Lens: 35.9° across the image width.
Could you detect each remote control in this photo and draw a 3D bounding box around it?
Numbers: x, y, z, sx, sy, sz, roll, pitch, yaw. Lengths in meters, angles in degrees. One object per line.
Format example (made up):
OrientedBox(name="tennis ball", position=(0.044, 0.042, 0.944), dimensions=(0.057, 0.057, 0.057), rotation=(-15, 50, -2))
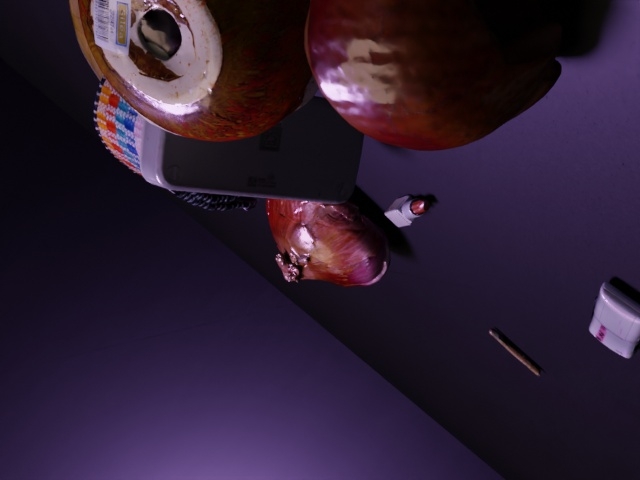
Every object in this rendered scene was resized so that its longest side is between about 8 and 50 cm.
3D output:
OrientedBox(name="remote control", position=(0.323, 0.090, 1.080), dimensions=(0.065, 0.029, 0.166), rotation=(37, 169, 20))

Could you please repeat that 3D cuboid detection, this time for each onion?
OrientedBox(name="onion", position=(0.000, 0.000, 1.549), dimensions=(0.230, 0.163, 0.230), rotation=(33, 173, 4))

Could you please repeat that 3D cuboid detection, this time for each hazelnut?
OrientedBox(name="hazelnut", position=(0.076, -0.150, 0.703), dimensions=(0.170, 0.160, 0.201), rotation=(51, -149, 18))

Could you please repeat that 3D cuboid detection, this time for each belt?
OrientedBox(name="belt", position=(-0.194, -0.172, 1.445), dimensions=(0.160, 0.207, 0.295), rotation=(30, -179, 32))

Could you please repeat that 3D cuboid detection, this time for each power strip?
OrientedBox(name="power strip", position=(-0.066, -0.145, 1.116), dimensions=(0.264, 0.194, 0.059), rotation=(4, -170, -33))

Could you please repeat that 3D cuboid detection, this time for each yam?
OrientedBox(name="yam", position=(0.307, 0.175, 1.554), dimensions=(0.107, 0.014, 0.014), rotation=(42, 170, -1))

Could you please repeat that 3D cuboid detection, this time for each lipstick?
OrientedBox(name="lipstick", position=(0.119, -0.041, 1.293), dimensions=(0.030, 0.030, 0.129), rotation=(43, 171, -6))

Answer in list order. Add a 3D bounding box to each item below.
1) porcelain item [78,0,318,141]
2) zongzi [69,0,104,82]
OrientedBox(name="porcelain item", position=(-0.093, -0.225, 0.927), dimensions=(0.253, 0.253, 0.253), rotation=(40, 170, 8))
OrientedBox(name="zongzi", position=(-0.299, -0.304, 1.487), dimensions=(0.228, 0.115, 0.256), rotation=(57, 168, 19))
